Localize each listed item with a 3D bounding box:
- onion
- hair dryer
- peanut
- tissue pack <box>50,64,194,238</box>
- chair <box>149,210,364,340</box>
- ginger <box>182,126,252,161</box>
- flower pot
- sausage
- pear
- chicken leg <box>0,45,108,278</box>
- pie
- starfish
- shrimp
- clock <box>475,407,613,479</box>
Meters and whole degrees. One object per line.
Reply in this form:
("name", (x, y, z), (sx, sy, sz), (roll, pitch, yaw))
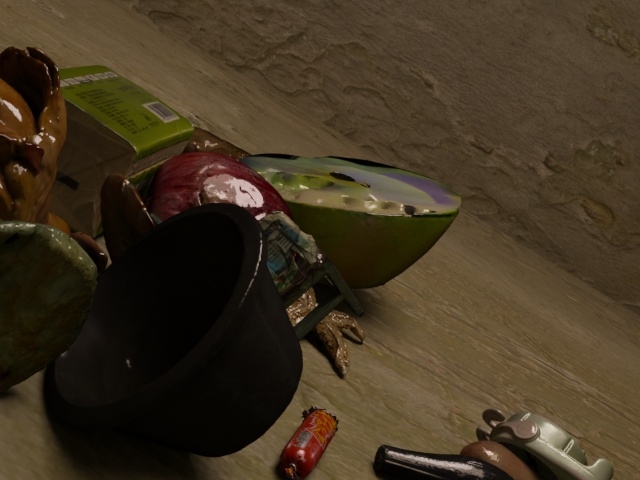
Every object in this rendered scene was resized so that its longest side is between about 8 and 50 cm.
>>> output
("onion", (-0.110, -0.024, 1.370), (0.284, 0.120, 0.227), (15, 61, -31))
("hair dryer", (0.166, 0.337, 1.139), (0.196, 0.075, 0.219), (19, 26, -13))
("peanut", (0.248, 0.324, 1.293), (0.152, 0.076, 0.076), (32, 15, -15))
("tissue pack", (-0.331, -0.138, 1.386), (0.200, 0.167, 0.274), (32, 17, 1))
("chair", (-0.075, 0.032, 1.221), (0.136, 0.147, 0.270), (41, -10, 46))
("ginger", (-0.221, -0.172, 1.893), (0.333, 0.080, 0.166), (22, 2, -12))
("flower pot", (-0.124, 0.108, 0.962), (0.166, 0.269, 0.269), (46, 6, -34))
("sausage", (-0.018, 0.235, 1.092), (0.145, 0.048, 0.050), (-35, 107, -72))
("pear", (0.036, -0.026, 1.659), (0.399, 0.165, 0.399), (9, 17, -3))
("chicken leg", (-0.319, -0.044, 0.982), (0.182, 0.295, 0.409), (19, -4, 21))
("pie", (-0.286, 0.060, 0.844), (0.187, 0.186, 0.041), (15, 19, -49))
("starfish", (-0.023, 0.119, 1.454), (0.277, 0.062, 0.235), (29, 21, -30))
("shrimp", (-0.196, 0.033, 1.105), (0.053, 0.236, 0.133), (-27, 16, -38))
("clock", (0.306, 0.306, 1.338), (0.191, 0.062, 0.151), (36, -29, 20))
